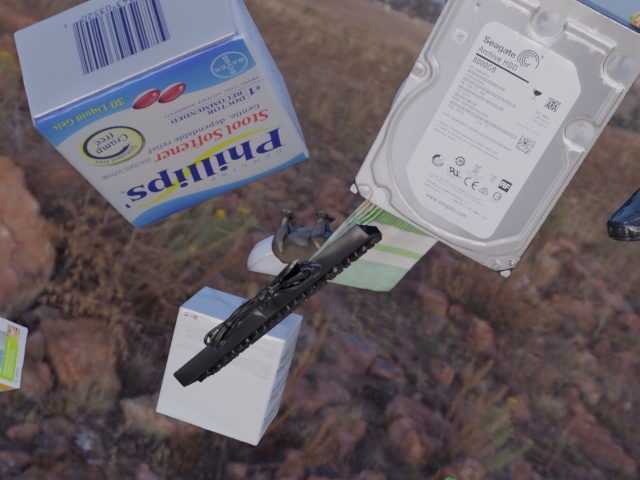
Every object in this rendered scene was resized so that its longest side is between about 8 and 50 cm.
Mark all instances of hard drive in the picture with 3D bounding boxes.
[{"bbox_3d":[0.211,-0.149,1.140,0.237,0.339,0.064,30,26,4],"label":"hard drive"}]

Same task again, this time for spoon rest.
[{"bbox_3d":[-0.086,0.035,2.073,0.276,0.137,0.084,17,48,-85],"label":"spoon rest"}]

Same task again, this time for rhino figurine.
[{"bbox_3d":[0.000,0.000,1.803,0.243,0.106,0.073,4,-8,41],"label":"rhino figurine"}]

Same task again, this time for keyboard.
[{"bbox_3d":[-0.058,0.085,1.184,0.033,0.317,0.201,53,14,12],"label":"keyboard"}]

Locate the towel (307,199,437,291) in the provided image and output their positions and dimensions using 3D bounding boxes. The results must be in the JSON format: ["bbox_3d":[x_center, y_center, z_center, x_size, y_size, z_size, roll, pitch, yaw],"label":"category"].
[{"bbox_3d":[0.146,-0.043,1.350,0.248,0.325,0.038,11,38,-54],"label":"towel"}]

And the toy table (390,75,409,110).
[{"bbox_3d":[0.259,-0.218,1.661,0.161,0.252,0.274,17,7,-28],"label":"toy table"}]

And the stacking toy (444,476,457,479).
[{"bbox_3d":[0.209,0.469,1.428,0.167,0.052,0.221,-33,33,-22],"label":"stacking toy"}]

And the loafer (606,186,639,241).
[{"bbox_3d":[0.449,-0.069,1.221,0.223,0.078,0.076,-30,22,-26],"label":"loafer"}]

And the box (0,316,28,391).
[{"bbox_3d":[-0.598,0.174,1.552,0.103,0.114,0.203,-13,-28,24],"label":"box"}]

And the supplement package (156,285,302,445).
[{"bbox_3d":[-0.159,0.218,1.673,0.194,0.203,0.149,17,15,8],"label":"supplement package"}]

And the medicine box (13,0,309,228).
[{"bbox_3d":[-0.186,-0.177,1.182,0.289,0.264,0.149,58,11,-61],"label":"medicine box"}]

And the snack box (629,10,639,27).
[{"bbox_3d":[0.436,-0.238,1.070,0.037,0.100,0.141,-10,-8,-45],"label":"snack box"}]
